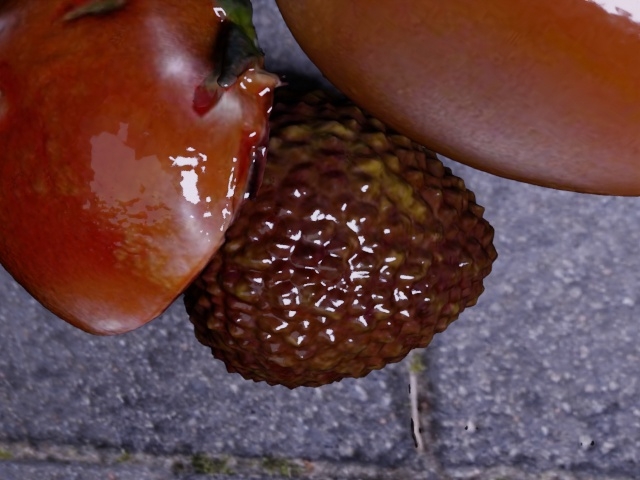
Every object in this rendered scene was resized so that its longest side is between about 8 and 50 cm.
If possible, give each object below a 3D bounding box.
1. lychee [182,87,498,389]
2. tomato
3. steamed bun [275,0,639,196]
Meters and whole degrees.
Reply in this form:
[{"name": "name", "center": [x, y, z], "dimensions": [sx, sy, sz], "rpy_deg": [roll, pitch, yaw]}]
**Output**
[{"name": "lychee", "center": [0.000, 0.000, 1.198], "dimensions": [0.271, 0.236, 0.236], "rpy_deg": [9, 135, -23]}, {"name": "tomato", "center": [-0.178, -0.095, 1.109], "dimensions": [0.170, 0.309, 0.309], "rpy_deg": [20, 137, -37]}, {"name": "steamed bun", "center": [0.127, -0.182, 0.996], "dimensions": [0.379, 0.235, 0.248], "rpy_deg": [31, 133, -14]}]
